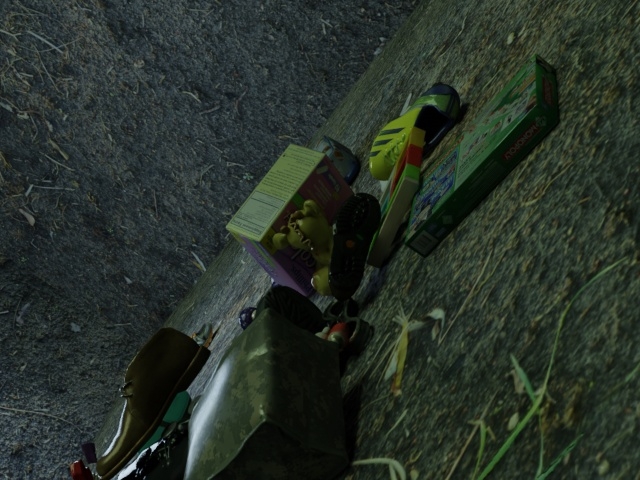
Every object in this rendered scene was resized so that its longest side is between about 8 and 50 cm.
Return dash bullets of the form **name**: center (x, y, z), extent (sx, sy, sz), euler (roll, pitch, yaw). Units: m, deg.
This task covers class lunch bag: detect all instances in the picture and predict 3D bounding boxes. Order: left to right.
- **lunch bag**: center (-0.101, 0.290, 1.352), extent (0.287, 0.169, 0.235), euler (-47, 25, 26)
- **lunch bag**: center (-0.006, -0.163, 2.591), extent (0.243, 0.115, 0.303), euler (-55, 11, 10)

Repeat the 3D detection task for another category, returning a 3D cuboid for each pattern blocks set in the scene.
- **pattern blocks set**: center (-0.381, 0.524, 1.672), extent (0.026, 0.325, 0.285), euler (-18, 4, -5)

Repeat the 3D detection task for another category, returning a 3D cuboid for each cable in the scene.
- **cable**: center (0.028, 0.140, 1.590), extent (0.139, 0.072, 0.287), euler (-44, 13, 23)

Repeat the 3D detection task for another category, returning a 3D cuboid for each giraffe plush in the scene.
- **giraffe plush**: center (0.000, 0.000, 1.878), extent (0.181, 0.170, 0.210), euler (-55, 10, 0)

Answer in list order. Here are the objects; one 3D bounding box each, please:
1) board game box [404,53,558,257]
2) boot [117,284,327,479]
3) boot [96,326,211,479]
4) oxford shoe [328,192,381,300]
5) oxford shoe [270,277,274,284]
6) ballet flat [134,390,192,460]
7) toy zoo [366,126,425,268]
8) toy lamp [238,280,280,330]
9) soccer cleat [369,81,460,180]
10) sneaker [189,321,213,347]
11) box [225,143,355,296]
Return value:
- **board game box**: center (0.259, -0.139, 1.501), extent (0.317, 0.046, 0.213), euler (-49, 11, 32)
- **boot**: center (-0.187, 0.319, 1.709), extent (0.445, 0.146, 0.367), euler (-49, 7, 22)
- **boot**: center (-0.334, 0.297, 1.695), extent (0.305, 0.115, 0.112), euler (-57, 13, -23)
- **oxford shoe**: center (0.054, 0.010, 1.688), extent (0.096, 0.082, 0.227), euler (101, -173, -56)
- **oxford shoe**: center (-0.029, 0.030, 2.205), extent (0.271, 0.096, 0.098), euler (-53, 29, 33)
- **ballet flat**: center (-0.394, 0.501, 2.330), extent (0.316, 0.107, 0.106), euler (-64, -7, -63)
- **toy zoo**: center (0.148, -0.097, 1.775), extent (0.293, 0.030, 0.192), euler (-73, 5, -59)
- **toy lamp**: center (-0.110, 0.147, 2.182), extent (0.275, 0.080, 0.080), euler (-45, 14, 54)
- **soccer cleat**: center (0.186, -0.212, 1.941), extent (0.289, 0.093, 0.121), euler (-47, 20, 41)
- **sneaker**: center (-0.412, 0.341, 2.902), extent (0.215, 0.083, 0.084), euler (-55, 9, -9)
- **box**: center (-0.046, -0.045, 1.999), extent (0.117, 0.213, 0.243), euler (22, 69, 44)
